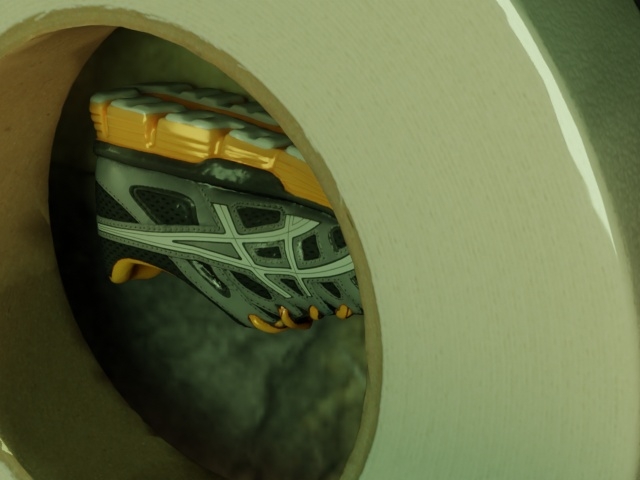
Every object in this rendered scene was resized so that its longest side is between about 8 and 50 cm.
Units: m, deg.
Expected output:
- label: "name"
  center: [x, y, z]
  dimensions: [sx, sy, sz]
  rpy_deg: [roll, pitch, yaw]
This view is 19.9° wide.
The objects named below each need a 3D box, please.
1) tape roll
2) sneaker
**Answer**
- label: "tape roll"
  center: [-0.047, 0.015, 0.654]
  dimensions: [0.392, 0.072, 0.392]
  rpy_deg: [12, 112, 31]
- label: "sneaker"
  center: [0.000, 0.000, 0.710]
  dimensions: [0.215, 0.084, 0.083]
  rpy_deg: [19, 108, 30]
